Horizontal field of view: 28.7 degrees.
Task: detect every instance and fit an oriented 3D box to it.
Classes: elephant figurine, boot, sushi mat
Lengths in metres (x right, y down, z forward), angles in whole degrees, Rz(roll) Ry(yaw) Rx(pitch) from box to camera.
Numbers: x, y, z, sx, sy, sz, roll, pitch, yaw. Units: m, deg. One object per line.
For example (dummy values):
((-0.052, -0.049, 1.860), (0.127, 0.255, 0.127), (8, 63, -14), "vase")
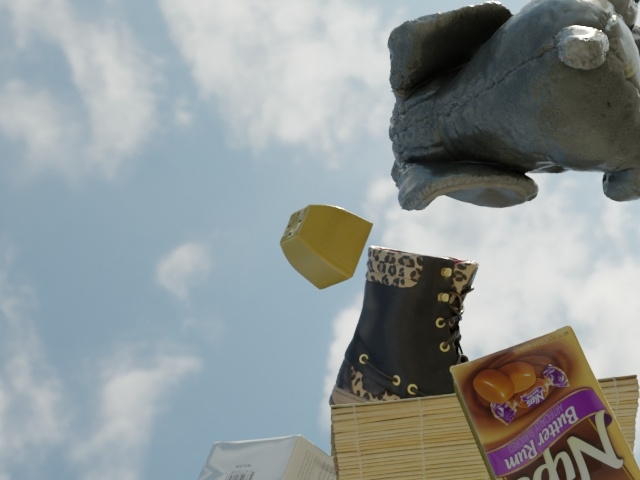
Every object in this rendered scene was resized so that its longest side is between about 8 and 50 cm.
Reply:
((0.111, -0.080, 0.862), (0.186, 0.239, 0.169), (56, -146, -33), "elephant figurine")
((0.208, 0.171, 1.983), (0.138, 0.377, 0.284), (7, -87, -63), "boot")
((0.169, 0.214, 1.297), (0.316, 0.019, 0.151), (-7, -53, 3), "sushi mat")

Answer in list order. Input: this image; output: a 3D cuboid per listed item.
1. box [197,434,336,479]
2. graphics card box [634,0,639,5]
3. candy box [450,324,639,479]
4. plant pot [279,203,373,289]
((-0.011, 0.457, 1.916), (0.345, 0.215, 0.168), (41, -125, -29), "box")
((0.402, -0.415, 1.267), (0.233, 0.094, 0.371), (-46, -9, -44), "graphics card box")
((0.188, 0.172, 1.009), (0.109, 0.187, 0.053), (-20, -30, -2), "candy box")
((0.000, 0.000, 1.539), (0.083, 0.081, 0.081), (33, -118, -21), "plant pot")
